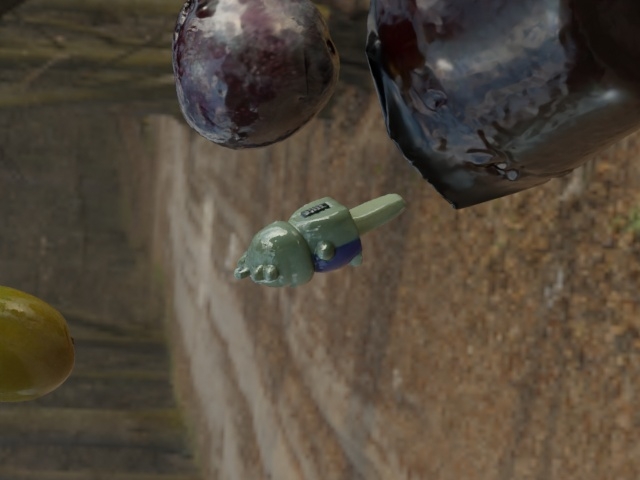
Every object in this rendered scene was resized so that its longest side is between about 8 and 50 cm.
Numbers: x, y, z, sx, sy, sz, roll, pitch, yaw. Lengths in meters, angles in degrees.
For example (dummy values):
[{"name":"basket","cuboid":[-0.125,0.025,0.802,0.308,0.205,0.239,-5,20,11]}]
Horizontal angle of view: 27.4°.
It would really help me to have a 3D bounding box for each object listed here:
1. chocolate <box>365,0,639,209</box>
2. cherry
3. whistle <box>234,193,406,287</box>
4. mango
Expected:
[{"name":"chocolate","cuboid":[0.288,-0.250,1.513,0.331,0.384,0.383,-12,71,43]},{"name":"cherry","cuboid":[-0.074,-0.201,1.470,0.195,0.195,0.195,-176,90,-81]},{"name":"whistle","cuboid":[0.000,0.000,1.693,0.110,0.244,0.092,32,142,63]},{"name":"mango","cuboid":[-0.363,0.110,1.416,0.092,0.195,0.130,-101,14,-69]}]
